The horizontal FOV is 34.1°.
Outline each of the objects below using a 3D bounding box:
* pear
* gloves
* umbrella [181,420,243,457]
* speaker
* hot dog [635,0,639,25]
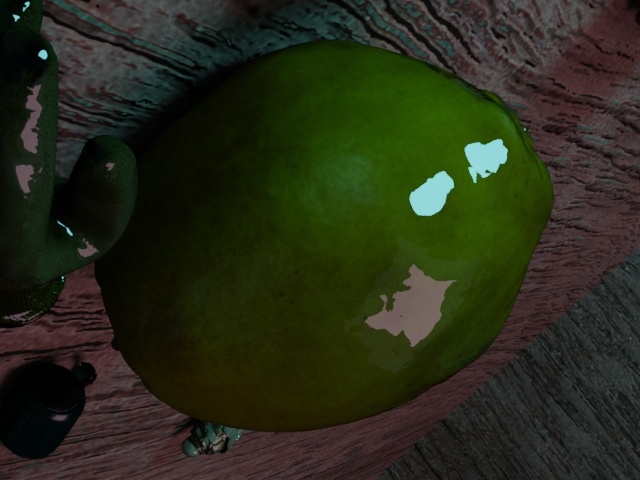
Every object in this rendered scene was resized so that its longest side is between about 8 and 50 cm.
[{"bbox_3d":[0.000,0.000,0.720,0.321,0.269,0.269,-26,162,4],"label":"pear"},{"bbox_3d":[-0.166,-0.023,0.550,0.268,0.135,0.107,117,-12,-55],"label":"gloves"},{"bbox_3d":[-0.116,0.226,1.329,0.143,0.062,0.067,-36,-168,-12],"label":"umbrella"},{"bbox_3d":[-0.235,0.135,0.901,0.075,0.060,0.094,-51,-166,32],"label":"speaker"},{"bbox_3d":[0.425,-0.242,1.094,0.150,0.153,0.257,-39,160,13],"label":"hot dog"}]
